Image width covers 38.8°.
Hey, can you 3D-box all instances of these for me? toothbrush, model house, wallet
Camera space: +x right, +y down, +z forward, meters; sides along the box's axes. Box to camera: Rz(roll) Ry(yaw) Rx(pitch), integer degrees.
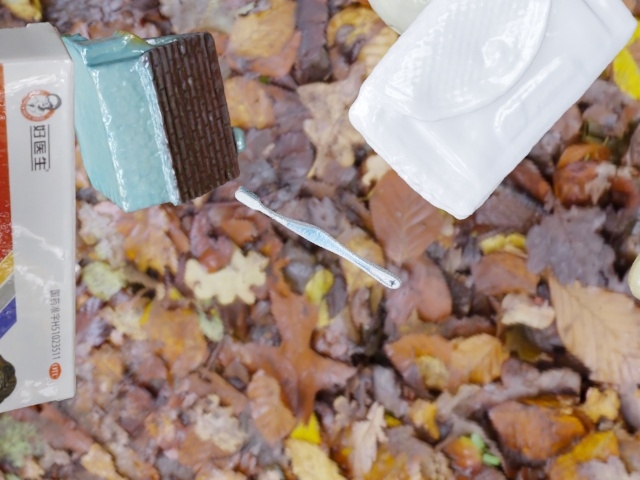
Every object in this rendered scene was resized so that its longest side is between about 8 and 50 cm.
[{"bbox_3d":[0.000,0.000,0.751,0.162,0.017,0.014,31,116,-13],"label":"toothbrush"},{"bbox_3d":[-0.263,-0.219,1.497,0.230,0.249,0.280,29,132,55],"label":"model house"},{"bbox_3d":[0.112,-0.111,0.584,0.124,0.032,0.183,42,90,-24],"label":"wallet"}]

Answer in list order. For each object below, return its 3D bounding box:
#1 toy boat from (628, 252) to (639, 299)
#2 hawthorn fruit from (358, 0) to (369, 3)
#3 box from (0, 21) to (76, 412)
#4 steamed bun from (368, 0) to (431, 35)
[{"bbox_3d":[0.267,-0.007,0.514,0.188,0.061,0.116,-30,134,-7],"label":"toy boat"},{"bbox_3d":[0.080,-0.412,1.402,0.093,0.093,0.093,9,116,18],"label":"hawthorn fruit"},{"bbox_3d":[-0.304,0.010,0.713,0.069,0.214,0.353,54,143,40],"label":"box"},{"bbox_3d":[0.203,-0.368,0.943,0.247,0.352,0.339,15,161,-13],"label":"steamed bun"}]
